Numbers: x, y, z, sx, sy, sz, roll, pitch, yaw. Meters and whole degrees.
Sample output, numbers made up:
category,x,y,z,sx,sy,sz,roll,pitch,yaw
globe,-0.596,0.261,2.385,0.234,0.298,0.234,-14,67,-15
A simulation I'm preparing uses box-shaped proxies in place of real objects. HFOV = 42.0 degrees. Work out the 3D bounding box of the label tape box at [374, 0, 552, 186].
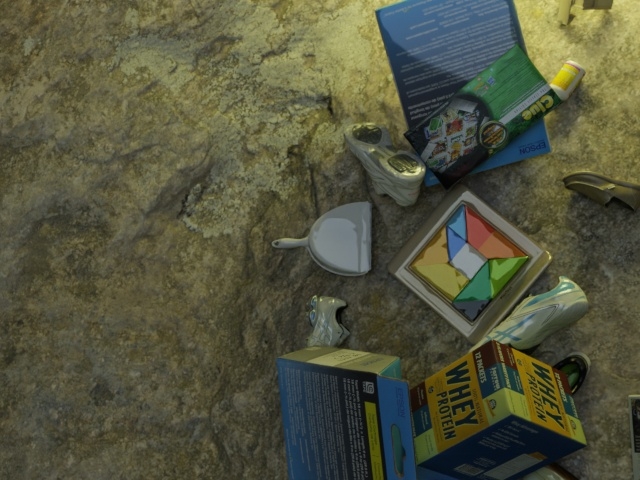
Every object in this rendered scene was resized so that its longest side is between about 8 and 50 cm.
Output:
category,x,y,z,sx,sy,sz,roll,pitch,yaw
label tape box,0.273,-0.305,1.583,0.249,0.115,0.348,-15,98,14

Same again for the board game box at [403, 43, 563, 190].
category,x,y,z,sx,sy,sz,roll,pitch,yaw
board game box,0.294,-0.222,1.522,0.259,0.030,0.136,-37,89,15

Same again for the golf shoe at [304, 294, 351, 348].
category,x,y,z,sx,sy,sz,roll,pitch,yaw
golf shoe,0.015,0.193,1.603,0.086,0.069,0.176,0,80,11

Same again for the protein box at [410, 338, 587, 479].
category,x,y,z,sx,sy,sz,roll,pitch,yaw
protein box,0.284,0.293,1.371,0.201,0.199,0.136,-40,40,33

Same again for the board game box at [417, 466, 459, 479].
category,x,y,z,sx,sy,sz,roll,pitch,yaw
board game box,0.220,0.435,1.506,0.133,0.033,0.169,11,88,14

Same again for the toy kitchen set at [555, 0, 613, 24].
category,x,y,z,sx,sy,sz,roll,pitch,yaw
toy kitchen set,0.501,-0.450,1.601,0.083,0.075,0.068,46,138,52

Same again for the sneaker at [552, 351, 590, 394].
category,x,y,z,sx,sy,sz,roll,pitch,yaw
sneaker,0.406,0.262,1.457,0.063,0.075,0.170,43,94,20

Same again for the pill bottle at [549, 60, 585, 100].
category,x,y,z,sx,sy,sz,roll,pitch,yaw
pill bottle,0.458,-0.293,1.570,0.043,0.043,0.083,36,91,21

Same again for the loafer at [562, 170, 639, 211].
category,x,y,z,sx,sy,sz,roll,pitch,yaw
loafer,0.510,-0.088,1.506,0.148,0.056,0.050,12,77,20

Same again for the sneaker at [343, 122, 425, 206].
category,x,y,z,sx,sy,sz,roll,pitch,yaw
sneaker,0.113,-0.143,1.626,0.090,0.115,0.232,-19,45,-20

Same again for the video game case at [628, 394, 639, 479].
category,x,y,z,sx,sy,sz,roll,pitch,yaw
video game case,0.580,0.336,1.347,0.022,0.190,0.173,5,78,-25

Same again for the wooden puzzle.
category,x,y,z,sx,sy,sz,roll,pitch,yaw
wooden puzzle,0.274,0.041,1.561,0.238,0.044,0.221,41,93,21

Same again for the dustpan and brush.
category,x,y,z,sx,sy,sz,roll,pitch,yaw
dustpan and brush,0.000,0.000,1.657,0.211,0.060,0.147,-1,77,11

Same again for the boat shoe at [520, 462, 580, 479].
category,x,y,z,sx,sy,sz,roll,pitch,yaw
boat shoe,0.457,0.481,1.390,0.285,0.104,0.089,38,97,31

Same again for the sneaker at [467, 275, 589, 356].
category,x,y,z,sx,sy,sz,roll,pitch,yaw
sneaker,0.365,0.152,1.498,0.237,0.085,0.086,-34,46,11

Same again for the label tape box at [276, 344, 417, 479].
category,x,y,z,sx,sy,sz,roll,pitch,yaw
label tape box,0.074,0.320,1.423,0.333,0.105,0.241,0,98,49
